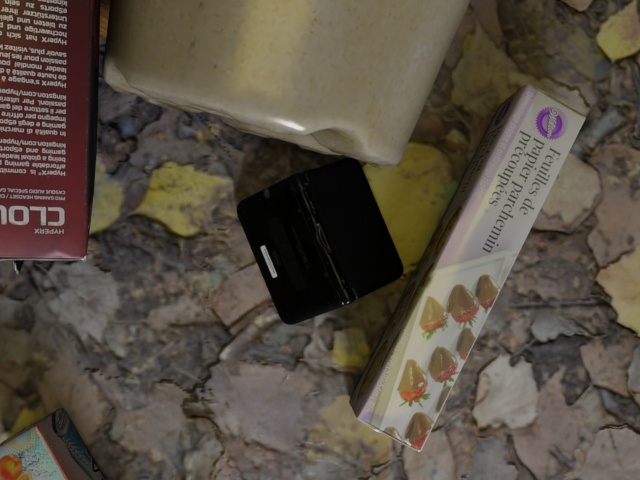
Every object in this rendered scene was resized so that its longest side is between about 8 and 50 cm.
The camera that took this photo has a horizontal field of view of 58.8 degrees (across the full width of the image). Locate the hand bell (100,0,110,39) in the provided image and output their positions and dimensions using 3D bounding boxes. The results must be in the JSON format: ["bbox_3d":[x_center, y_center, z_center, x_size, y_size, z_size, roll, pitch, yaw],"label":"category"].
[{"bbox_3d":[-0.253,-0.234,0.480,0.242,0.126,0.126,29,85,-14],"label":"hand bell"}]

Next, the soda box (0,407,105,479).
[{"bbox_3d":[-0.201,0.236,0.465,0.058,0.063,0.183,-30,90,-6],"label":"soda box"}]

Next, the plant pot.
[{"bbox_3d":[-0.008,-0.226,0.405,0.333,0.334,0.306,16,97,-4],"label":"plant pot"}]

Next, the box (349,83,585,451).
[{"bbox_3d":[0.127,0.021,0.505,0.063,0.067,0.324,28,86,-3],"label":"box"}]

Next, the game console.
[{"bbox_3d":[0.000,0.000,0.522,0.107,0.071,0.122,-24,88,24],"label":"game console"}]

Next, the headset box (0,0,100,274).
[{"bbox_3d":[-0.203,-0.128,0.371,0.110,0.218,0.293,2,105,-21],"label":"headset box"}]
